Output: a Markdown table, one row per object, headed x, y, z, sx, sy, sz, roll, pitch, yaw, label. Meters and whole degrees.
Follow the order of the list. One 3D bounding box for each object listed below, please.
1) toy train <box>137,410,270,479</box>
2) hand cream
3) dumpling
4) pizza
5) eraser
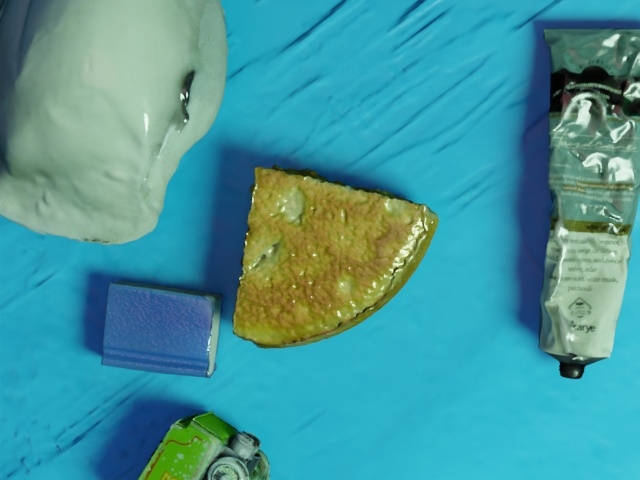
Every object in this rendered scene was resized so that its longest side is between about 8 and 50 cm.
| x | y | z | sx | sy | sz | roll | pitch | yaw | label |
| --- | --- | --- | --- | --- | --- | --- | --- | --- | --- |
| -0.113 | 0.220 | 1.398 | 0.081 | 0.060 | 0.202 | 33 | 101 | 14 | toy train |
| 0.187 | -0.026 | 1.326 | 0.075 | 0.052 | 0.247 | 4 | 90 | -12 | hand cream |
| -0.172 | -0.137 | 1.346 | 0.227 | 0.243 | 0.175 | -2 | 135 | 29 | dumpling |
| 0.000 | 0.001 | 1.360 | 0.175 | 0.046 | 0.134 | -23 | 91 | 12 | pizza |
| -0.118 | 0.067 | 1.400 | 0.085 | 0.027 | 0.063 | 7 | 95 | 11 | eraser |
